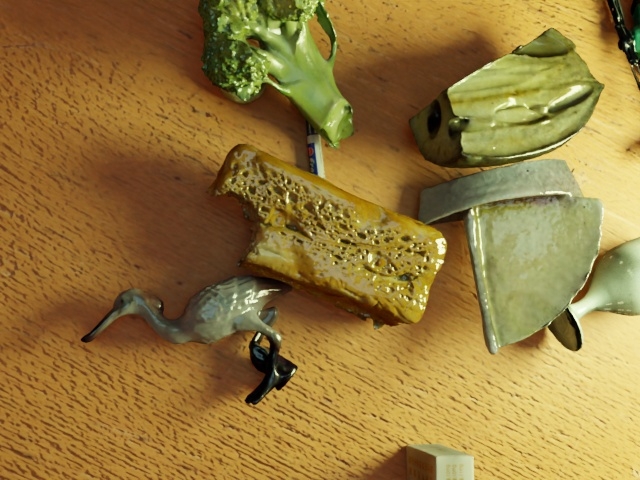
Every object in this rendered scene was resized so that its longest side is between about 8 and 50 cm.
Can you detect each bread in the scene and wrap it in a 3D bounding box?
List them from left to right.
[{"bbox_3d":[0.000,0.000,1.296,0.380,0.109,0.185,24,88,-9],"label":"bread"}]

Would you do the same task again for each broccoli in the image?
[{"bbox_3d":[-0.061,-0.308,1.268,0.254,0.186,0.302,-9,68,-39],"label":"broccoli"}]

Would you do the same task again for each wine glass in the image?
[{"bbox_3d":[0.491,0.081,1.403,0.241,0.126,0.127,-26,89,-11],"label":"wine glass"}]

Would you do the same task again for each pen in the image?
[{"bbox_3d":[-0.008,-0.131,1.373,0.025,0.025,0.204,-6,84,-13],"label":"pen"}]

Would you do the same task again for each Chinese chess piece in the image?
[{"bbox_3d":[-0.127,-0.263,1.360,0.084,0.034,0.084,2,83,-14],"label":"Chinese chess piece"}]

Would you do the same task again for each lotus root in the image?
[{"bbox_3d":[0.298,-0.207,1.375,0.313,0.142,0.210,-19,72,-20],"label":"lotus root"}]

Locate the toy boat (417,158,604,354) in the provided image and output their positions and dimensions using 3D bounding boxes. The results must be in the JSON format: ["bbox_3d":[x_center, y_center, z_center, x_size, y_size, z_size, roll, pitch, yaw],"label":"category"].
[{"bbox_3d":[0.324,-0.003,1.361,0.275,0.111,0.294,-26,76,-1],"label":"toy boat"}]

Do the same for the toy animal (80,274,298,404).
[{"bbox_3d":[-0.169,0.118,1.272,0.324,0.090,0.195,23,73,-13],"label":"toy animal"}]

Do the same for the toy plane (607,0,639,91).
[{"bbox_3d":[0.605,-0.326,1.493,0.155,0.106,0.382,-11,86,-7],"label":"toy plane"}]

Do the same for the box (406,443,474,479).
[{"bbox_3d":[0.182,0.437,1.282,0.066,0.149,0.233,1,83,-9],"label":"box"}]
